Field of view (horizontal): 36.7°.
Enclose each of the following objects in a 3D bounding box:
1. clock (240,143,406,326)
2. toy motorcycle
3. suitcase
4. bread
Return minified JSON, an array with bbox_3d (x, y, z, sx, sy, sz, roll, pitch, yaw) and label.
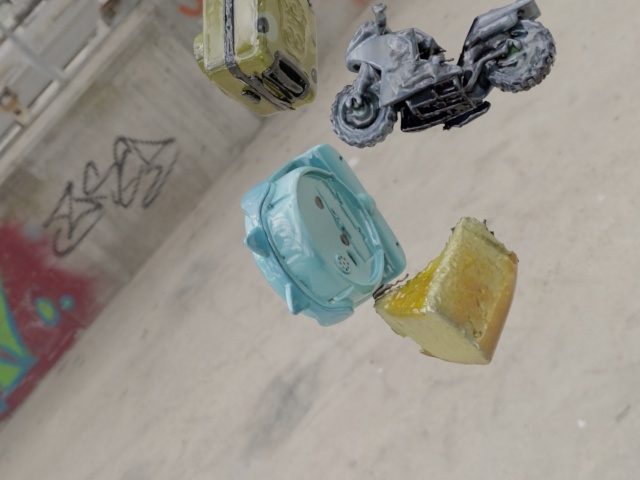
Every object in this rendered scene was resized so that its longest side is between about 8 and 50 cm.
[{"bbox_3d":[0.000,0.000,1.293,0.094,0.224,0.274,-33,5,28],"label":"clock"},{"bbox_3d":[0.129,-0.207,1.103,0.270,0.106,0.159,-19,63,23],"label":"toy motorcycle"},{"bbox_3d":[-0.104,-0.328,1.564,0.143,0.194,0.235,-13,66,27],"label":"suitcase"},{"bbox_3d":[0.164,0.074,1.253,0.160,0.140,0.169,-32,24,54],"label":"bread"}]
